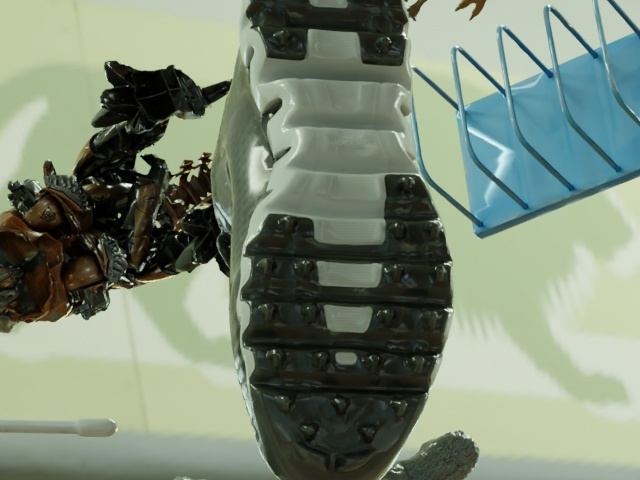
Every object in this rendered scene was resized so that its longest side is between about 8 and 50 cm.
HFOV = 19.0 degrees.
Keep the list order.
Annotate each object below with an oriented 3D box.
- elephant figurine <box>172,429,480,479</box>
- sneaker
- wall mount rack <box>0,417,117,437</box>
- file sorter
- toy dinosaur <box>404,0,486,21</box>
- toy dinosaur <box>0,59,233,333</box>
[{"bbox_3d":[0.000,0.241,1.420,0.239,0.186,0.169,-4,-5,7],"label":"elephant figurine"},{"bbox_3d":[0.000,0.000,0.721,0.078,0.234,0.106,3,-33,-10],"label":"sneaker"},{"bbox_3d":[-0.345,0.276,1.730,0.304,0.350,0.130,-19,-35,26],"label":"wall mount rack"},{"bbox_3d":[0.162,-0.099,1.424,0.170,0.118,0.104,-22,-34,25],"label":"file sorter"},{"bbox_3d":[0.106,-0.220,1.391,0.211,0.112,0.064,-29,-58,1],"label":"toy dinosaur"},{"bbox_3d":[-0.149,-0.027,1.407,0.164,0.322,0.218,43,-43,-12],"label":"toy dinosaur"}]
